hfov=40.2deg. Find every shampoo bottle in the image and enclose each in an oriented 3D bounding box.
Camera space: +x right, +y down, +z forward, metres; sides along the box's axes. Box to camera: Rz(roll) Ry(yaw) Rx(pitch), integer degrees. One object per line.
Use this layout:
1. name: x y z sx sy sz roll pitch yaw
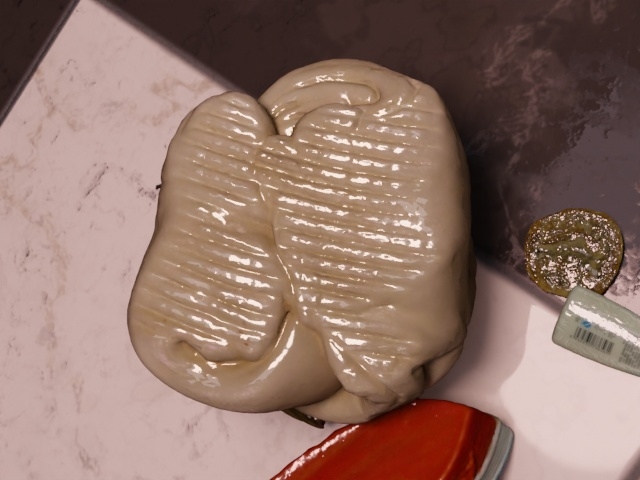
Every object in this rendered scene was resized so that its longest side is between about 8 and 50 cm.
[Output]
1. shampoo bottle: 0.332 0.113 0.879 0.191 0.041 0.069 25 105 25

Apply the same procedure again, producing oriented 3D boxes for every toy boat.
1. toy boat: 0.057 0.280 0.931 0.332 0.133 0.145 -33 49 3

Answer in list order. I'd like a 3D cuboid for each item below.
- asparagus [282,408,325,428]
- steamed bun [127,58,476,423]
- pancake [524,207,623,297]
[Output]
1. asparagus: -0.087 0.125 1.050 0.287 0.080 0.080 40 97 31
2. steamed bun: 0.000 0.000 0.932 0.343 0.255 0.367 12 89 11
3. pancake: 0.271 0.012 0.940 0.108 0.017 0.108 -5 78 23
